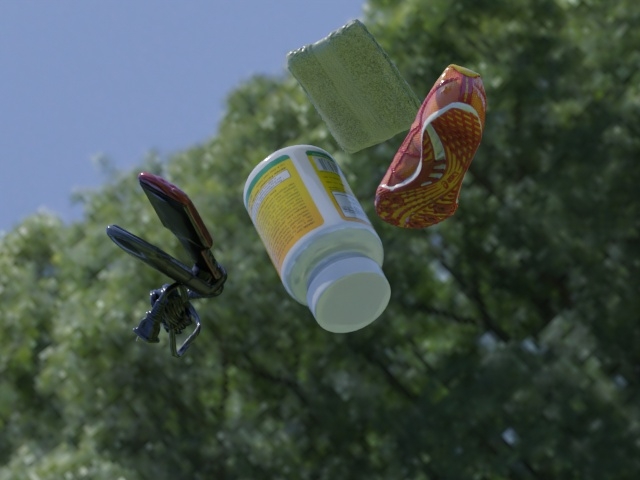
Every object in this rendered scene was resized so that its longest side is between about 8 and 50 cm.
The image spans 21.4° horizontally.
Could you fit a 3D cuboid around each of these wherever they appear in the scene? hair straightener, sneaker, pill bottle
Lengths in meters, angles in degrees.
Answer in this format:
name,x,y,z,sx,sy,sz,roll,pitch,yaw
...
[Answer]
name,x,y,z,sx,sy,sz,roll,pitch,yaw
hair straightener,-0.110,0.029,1.165,0.089,0.047,0.230,-59,-10,-12
sneaker,0.092,-0.068,1.331,0.175,0.064,0.067,122,165,-51
pill bottle,0.000,0.000,1.857,0.118,0.208,0.117,-14,-45,-15

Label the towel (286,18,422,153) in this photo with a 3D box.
name,x,y,z,sx,sy,sz,roll,pitch,yaw
towel,0.039,-0.170,1.898,0.110,0.027,0.148,-25,-64,20
